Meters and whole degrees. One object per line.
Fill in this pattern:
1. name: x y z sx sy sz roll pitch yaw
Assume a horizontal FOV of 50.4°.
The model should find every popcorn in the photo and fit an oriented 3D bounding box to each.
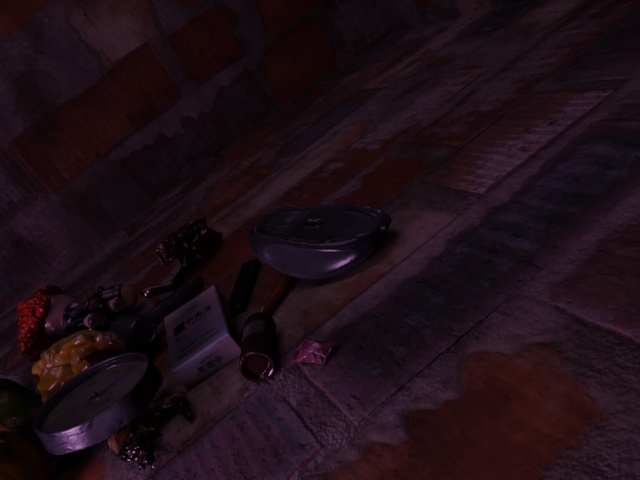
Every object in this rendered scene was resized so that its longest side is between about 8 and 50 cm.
1. popcorn: -0.584 0.318 1.667 0.253 0.191 0.190 -34 21 -1

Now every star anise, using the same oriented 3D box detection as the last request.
1. star anise: -0.453 0.049 2.167 0.346 0.148 0.237 -52 4 -34

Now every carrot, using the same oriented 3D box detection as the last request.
1. carrot: -0.099 0.119 1.600 0.037 0.037 0.190 -20 25 34

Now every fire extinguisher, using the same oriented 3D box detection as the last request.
1. fire extinguisher: -0.138 0.210 1.406 0.099 0.071 0.231 -39 19 10

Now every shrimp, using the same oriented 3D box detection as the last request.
1. shrimp: -0.330 0.371 1.354 0.178 0.075 0.289 -40 8 -22

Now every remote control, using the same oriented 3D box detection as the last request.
1. remote control: -0.201 0.121 1.772 0.063 0.025 0.245 -24 23 16

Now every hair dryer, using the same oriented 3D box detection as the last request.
1. hair dryer: -0.461 0.210 1.906 0.361 0.121 0.301 -39 10 -40

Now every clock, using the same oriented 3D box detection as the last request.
1. clock: -0.470 0.335 1.438 0.280 0.056 0.281 -22 19 8

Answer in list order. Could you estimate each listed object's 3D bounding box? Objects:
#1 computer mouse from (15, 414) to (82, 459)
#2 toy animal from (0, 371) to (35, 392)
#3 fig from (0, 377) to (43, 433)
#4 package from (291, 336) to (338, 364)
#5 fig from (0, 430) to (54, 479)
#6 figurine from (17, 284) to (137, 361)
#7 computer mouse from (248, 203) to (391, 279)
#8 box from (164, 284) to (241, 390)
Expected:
1. computer mouse: -0.554 0.424 1.517 0.269 0.087 0.138 -18 19 14
2. toy animal: -0.903 0.449 1.939 0.179 0.166 0.138 -25 64 -1
3. fig: -0.811 0.448 1.763 0.244 0.196 0.195 -8 11 -21
4. package: -0.010 0.207 1.276 0.083 0.029 0.059 -1 40 42
5. fig: -0.663 0.491 1.359 0.234 0.214 0.235 -17 51 22
6. figurine: -0.755 0.243 2.097 0.411 0.241 0.306 -18 32 14
7. computer mouse: 0.002 0.002 1.597 0.373 0.114 0.203 3 37 35
8. box: -0.273 0.216 1.562 0.155 0.067 0.243 -32 28 0
